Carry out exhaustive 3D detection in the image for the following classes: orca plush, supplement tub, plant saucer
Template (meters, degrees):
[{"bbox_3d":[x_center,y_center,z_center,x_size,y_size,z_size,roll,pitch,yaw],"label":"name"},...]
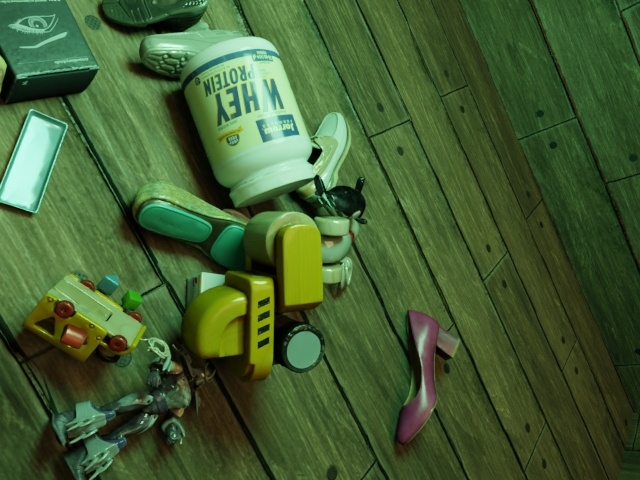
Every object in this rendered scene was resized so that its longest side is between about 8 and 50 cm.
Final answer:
[{"bbox_3d":[0.060,-0.125,1.159,0.102,0.151,0.287,-58,153,6],"label":"orca plush"},{"bbox_3d":[-0.159,-0.260,1.077,0.235,0.235,0.324,-21,91,-44],"label":"supplement tub"},{"bbox_3d":[-0.525,-0.145,0.858,0.067,0.018,0.192,23,62,-36],"label":"plant saucer"}]

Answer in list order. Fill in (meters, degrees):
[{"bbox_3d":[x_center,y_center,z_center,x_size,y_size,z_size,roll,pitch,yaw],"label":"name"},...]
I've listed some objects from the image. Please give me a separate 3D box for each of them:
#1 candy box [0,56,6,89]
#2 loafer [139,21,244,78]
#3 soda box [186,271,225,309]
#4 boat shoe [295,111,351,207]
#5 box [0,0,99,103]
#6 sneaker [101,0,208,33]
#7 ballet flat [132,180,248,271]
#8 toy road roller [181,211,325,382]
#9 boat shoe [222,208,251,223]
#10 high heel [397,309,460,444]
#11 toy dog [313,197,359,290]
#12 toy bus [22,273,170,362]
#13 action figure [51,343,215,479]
[{"bbox_3d":[-0.608,-0.251,0.730,0.187,0.053,0.109,3,72,-6],"label":"candy box"},{"bbox_3d":[-0.290,-0.455,1.114,0.319,0.112,0.111,-23,88,-52],"label":"loafer"},{"bbox_3d":[-0.185,0.123,1.049,0.216,0.069,0.073,12,69,-39],"label":"soda box"},{"bbox_3d":[0.002,-0.245,1.305,0.103,0.113,0.302,33,57,-37],"label":"boat shoe"},{"bbox_3d":[-0.535,-0.374,0.857,0.153,0.108,0.207,-29,98,-44],"label":"box"},{"bbox_3d":[-0.373,-0.521,1.078,0.228,0.130,0.087,-19,95,-16],"label":"sneaker"},{"bbox_3d":[-0.239,-0.030,1.030,0.349,0.123,0.123,28,60,-36],"label":"ballet flat"},{"bbox_3d":[-0.137,0.107,0.912,0.241,0.202,0.329,0,93,-29],"label":"toy road roller"},{"bbox_3d":[-0.194,-0.040,1.117,0.100,0.035,0.035,34,53,-38],"label":"boat shoe"},{"bbox_3d":[0.261,0.390,1.379,0.181,0.127,0.377,32,57,4],"label":"high heel"},{"bbox_3d":[0.000,0.000,1.185,0.333,0.161,0.220,48,53,-78],"label":"toy dog"},{"bbox_3d":[-0.394,0.155,0.808,0.202,0.104,0.191,49,13,30],"label":"toy bus"},{"bbox_3d":[-0.312,0.304,0.848,0.285,0.099,0.185,-23,110,-36],"label":"action figure"}]
